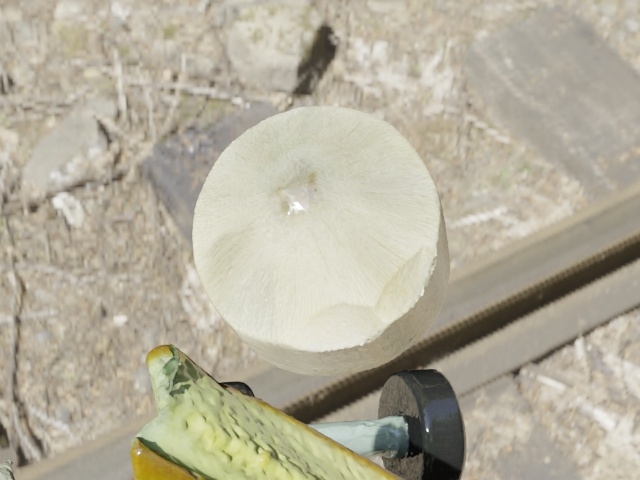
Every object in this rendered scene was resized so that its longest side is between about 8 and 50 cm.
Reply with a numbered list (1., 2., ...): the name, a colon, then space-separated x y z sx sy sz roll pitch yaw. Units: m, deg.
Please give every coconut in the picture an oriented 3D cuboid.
1. coconut: 0.000 0.000 1.272 0.237 0.266 0.237 -2 67 6

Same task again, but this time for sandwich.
1. sandwich: -0.016 0.162 0.666 0.235 0.128 0.122 34 13 -19

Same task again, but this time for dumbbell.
1. dumbbell: 0.003 0.149 1.005 0.191 0.100 0.100 -2 51 -17

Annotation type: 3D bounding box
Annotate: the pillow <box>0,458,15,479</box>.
1. pillow: -0.500 0.385 1.963 0.148 0.229 0.050 -31 105 -13
